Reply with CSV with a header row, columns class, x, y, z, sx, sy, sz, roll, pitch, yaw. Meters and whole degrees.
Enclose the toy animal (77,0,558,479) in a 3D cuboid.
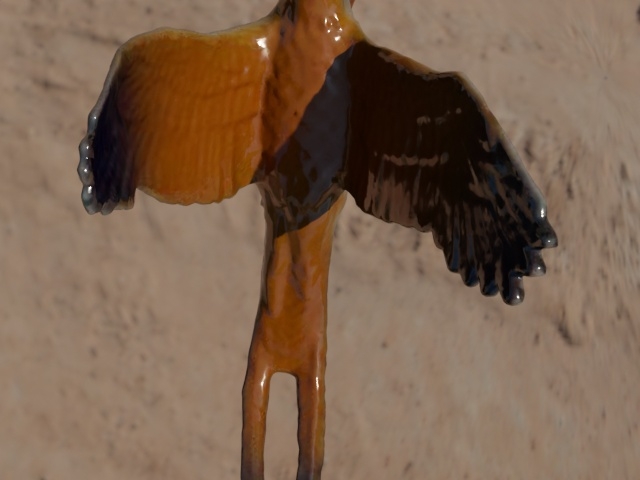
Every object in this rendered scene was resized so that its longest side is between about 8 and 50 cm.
class,x,y,z,sx,sy,sz,roll,pitch,yaw
toy animal,0.002,-0.019,1.023,0.225,0.302,0.284,6,137,1
